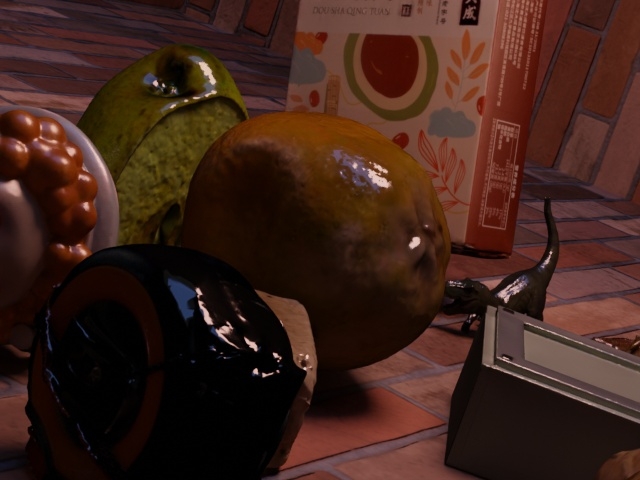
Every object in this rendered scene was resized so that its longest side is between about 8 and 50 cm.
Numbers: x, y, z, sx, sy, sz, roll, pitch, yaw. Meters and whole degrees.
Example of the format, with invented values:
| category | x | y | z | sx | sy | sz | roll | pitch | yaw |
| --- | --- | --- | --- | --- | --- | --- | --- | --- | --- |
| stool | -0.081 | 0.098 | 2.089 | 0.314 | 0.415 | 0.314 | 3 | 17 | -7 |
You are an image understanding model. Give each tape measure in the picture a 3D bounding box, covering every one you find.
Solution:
| category | x | y | z | sx | sy | sz | roll | pitch | yaw |
| --- | --- | --- | --- | --- | --- | --- | --- | --- | --- |
| tape measure | -0.123 | 0.107 | 1.114 | 0.135 | 0.202 | 0.223 | 9 | 21 | -48 |

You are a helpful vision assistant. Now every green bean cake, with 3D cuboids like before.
| category | x | y | z | sx | sy | sz | roll | pitch | yaw |
| --- | --- | --- | --- | --- | --- | --- | --- | --- | --- |
| green bean cake | -0.059 | 0.119 | 1.354 | 0.085 | 0.109 | 0.179 | 18 | 13 | -10 |

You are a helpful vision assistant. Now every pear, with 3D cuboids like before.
| category | x | y | z | sx | sy | sz | roll | pitch | yaw |
| --- | --- | --- | --- | --- | --- | --- | --- | --- | --- |
| pear | -0.208 | -0.103 | 1.749 | 0.164 | 0.255 | 0.238 | 30 | 22 | 35 |

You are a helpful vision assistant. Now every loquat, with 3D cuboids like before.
| category | x | y | z | sx | sy | sz | roll | pitch | yaw |
| --- | --- | --- | --- | --- | --- | --- | --- | --- | --- |
| loquat | 0.000 | 0.000 | 1.560 | 0.284 | 0.276 | 0.276 | 5 | 2 | 38 |

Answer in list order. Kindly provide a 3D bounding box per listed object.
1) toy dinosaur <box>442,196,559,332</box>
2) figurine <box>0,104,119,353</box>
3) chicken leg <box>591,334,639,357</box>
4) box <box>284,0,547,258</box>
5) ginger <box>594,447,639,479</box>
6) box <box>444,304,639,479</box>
| category | x | y | z | sx | sy | sz | roll | pitch | yaw |
| --- | --- | --- | --- | --- | --- | --- | --- | --- | --- |
| toy dinosaur | 0.247 | 0.044 | 1.935 | 0.087 | 0.179 | 0.187 | 31 | 24 | 36 |
| figurine | -0.362 | -0.024 | 1.266 | 0.382 | 0.224 | 0.205 | 8 | 14 | -39 |
| chicken leg | 0.406 | 0.149 | 1.859 | 0.196 | 0.080 | 0.125 | -7 | -23 | 28 |
| box | 0.114 | -0.186 | 2.062 | 0.344 | 0.385 | 0.122 | 9 | 1 | 41 |
| ginger | 0.339 | 0.238 | 1.271 | 0.304 | 0.155 | 0.244 | -2 | -14 | -25 |
| box | 0.255 | 0.175 | 1.542 | 0.225 | 0.117 | 0.225 | 20 | 13 | 2 |
